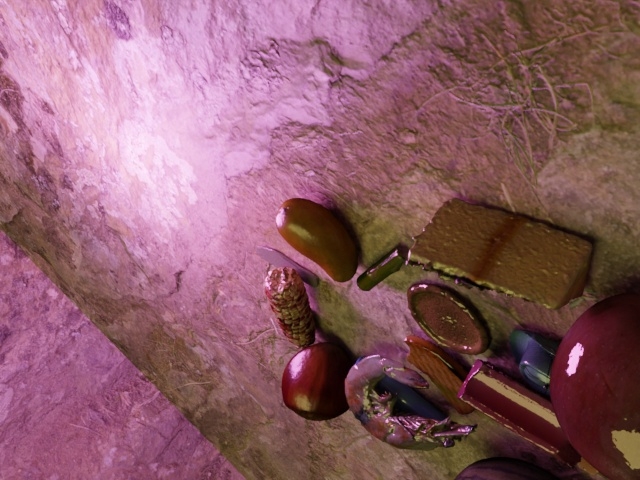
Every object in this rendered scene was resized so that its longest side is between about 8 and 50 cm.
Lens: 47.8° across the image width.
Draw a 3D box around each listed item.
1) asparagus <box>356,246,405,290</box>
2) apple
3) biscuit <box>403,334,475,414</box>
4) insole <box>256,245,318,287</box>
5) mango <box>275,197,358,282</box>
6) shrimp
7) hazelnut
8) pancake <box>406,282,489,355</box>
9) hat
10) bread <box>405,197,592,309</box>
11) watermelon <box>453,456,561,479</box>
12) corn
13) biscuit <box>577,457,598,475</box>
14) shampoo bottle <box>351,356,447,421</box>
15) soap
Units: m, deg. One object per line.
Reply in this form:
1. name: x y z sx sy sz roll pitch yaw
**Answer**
1. asparagus: 0.129 0.057 1.480 0.045 0.041 0.178 25 148 -14
2. apple: 0.486 0.218 1.031 0.305 0.305 0.235 25 119 29
3. biscuit: 0.274 0.302 1.605 0.176 0.031 0.229 21 147 41
4. insole: -0.082 0.060 1.758 0.191 0.010 0.063 28 146 25
5. mango: 0.000 0.000 1.511 0.136 0.099 0.227 -13 125 50
6. shrimp: 0.198 0.384 1.676 0.360 0.085 0.247 7 117 40
7. hazelnut: 0.000 0.354 1.856 0.208 0.208 0.208 30 146 23
8. pancake: 0.256 0.163 1.474 0.199 0.021 0.199 31 148 22
9. hat: 0.417 0.240 1.319 0.190 0.078 0.138 22 143 32
10. bread: 0.296 0.025 1.175 0.265 0.142 0.178 23 -176 29
11. watermelon: 0.419 0.621 1.575 0.359 0.279 0.279 25 144 28
12. corn: -0.068 0.172 1.792 0.098 0.098 0.290 25 152 29
13. biscuit: 0.548 0.420 1.428 0.234 0.030 0.153 19 140 36
14. shampoo bottle: 0.187 0.384 1.779 0.258 0.061 0.104 37 145 12
15. soap: 0.394 0.326 1.378 0.249 0.099 0.162 28 174 25
